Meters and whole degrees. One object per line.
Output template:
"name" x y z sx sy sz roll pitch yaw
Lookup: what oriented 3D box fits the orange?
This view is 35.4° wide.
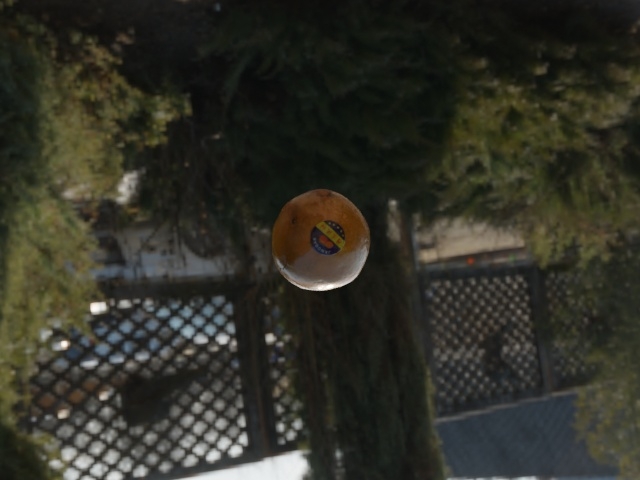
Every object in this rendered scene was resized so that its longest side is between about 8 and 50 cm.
"orange" 0.000 0.000 0.801 0.084 0.083 0.083 -7 173 -1
